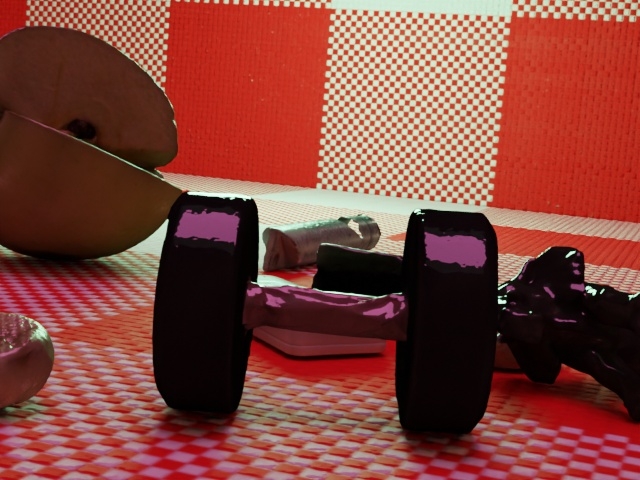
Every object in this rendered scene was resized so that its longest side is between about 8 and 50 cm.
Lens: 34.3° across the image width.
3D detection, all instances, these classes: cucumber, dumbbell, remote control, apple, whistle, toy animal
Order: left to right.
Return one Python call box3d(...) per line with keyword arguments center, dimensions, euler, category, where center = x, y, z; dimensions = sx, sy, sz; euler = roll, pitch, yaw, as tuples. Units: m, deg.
box3d(center=(-0.321, -0.098, 1.294), dimensions=(0.258, 0.233, 0.295), euler=(24, 32, -42), category="apple")
box3d(center=(-0.037, 0.067, 1.000), dimensions=(0.103, 0.034, 0.250), euler=(1, 8, -29), category="remote control")
box3d(center=(0.000, 0.000, 1.474), dimensions=(0.062, 0.062, 0.312), euler=(8, 8, 25), category="whistle")
box3d(center=(0.004, 0.048, 0.707), dimensions=(0.218, 0.152, 0.152), euler=(4, 7, 1), category="dumbbell")
box3d(center=(0.041, 0.047, 1.084), dimensions=(0.115, 0.062, 0.116), euler=(5, -12, 11), category="cucumber")
box3d(center=(0.228, 0.083, 0.826), dimensions=(0.245, 0.114, 0.146), euler=(25, 5, -24), category="toy animal")

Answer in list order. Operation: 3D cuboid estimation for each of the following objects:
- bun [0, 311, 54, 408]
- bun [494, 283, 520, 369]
box3d(center=(-0.216, 0.083, 0.679), dimensions=(0.086, 0.055, 0.086), euler=(-1, 20, 0), category="bun")
box3d(center=(0.164, 0.074, 0.939), dimensions=(0.115, 0.069, 0.115), euler=(5, 8, -1), category="bun")
